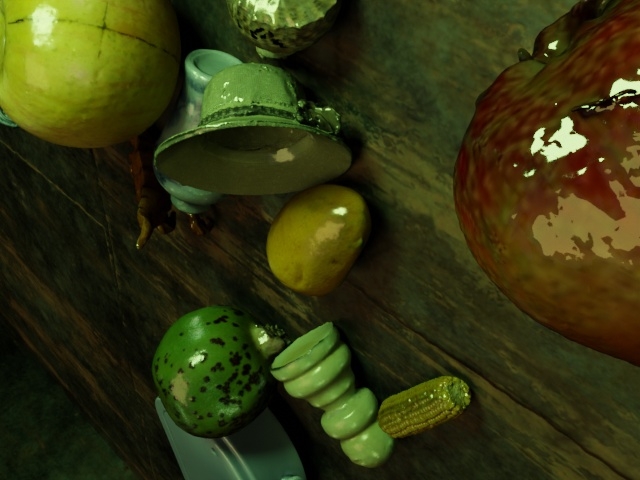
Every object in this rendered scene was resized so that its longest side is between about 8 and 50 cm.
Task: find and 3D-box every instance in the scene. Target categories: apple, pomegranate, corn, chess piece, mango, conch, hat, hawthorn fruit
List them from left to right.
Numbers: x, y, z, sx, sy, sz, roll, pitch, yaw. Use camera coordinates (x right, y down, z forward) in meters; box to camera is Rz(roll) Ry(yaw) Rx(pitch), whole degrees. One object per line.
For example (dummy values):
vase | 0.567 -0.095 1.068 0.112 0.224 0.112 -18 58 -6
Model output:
apple | -0.324 -0.266 0.928 0.286 0.233 0.285 -4 85 54
pomegranate | -0.181 0.233 1.243 0.254 0.271 0.254 57 -174 -9
hat | -0.087 -0.157 0.870 0.257 0.257 0.130 -21 68 55
conch | -0.047 -0.290 0.794 0.207 0.130 0.155 133 137 -77
mango | 0.000 0.000 0.938 0.227 0.109 0.147 -28 70 56
chess piece | 0.035 0.269 1.103 0.243 0.133 0.133 55 146 -5
corn | 0.148 0.250 0.990 0.068 0.068 0.207 54 146 4
hawthorn fruit | 0.278 -0.023 0.466 0.369 0.284 0.284 33 145 -5

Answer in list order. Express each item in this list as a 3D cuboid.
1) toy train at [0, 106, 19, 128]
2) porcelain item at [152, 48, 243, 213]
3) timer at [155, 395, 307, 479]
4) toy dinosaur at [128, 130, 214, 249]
toy train | -0.446 -0.303 1.076 0.131 0.300 0.201 20 124 44
porcelain item | -0.178 -0.155 1.015 0.141 0.141 0.259 42 134 21
timer | -0.171 0.469 1.462 0.395 0.173 0.394 31 137 34
toy dinosaur | -0.273 -0.070 1.168 0.432 0.097 0.208 58 177 46
